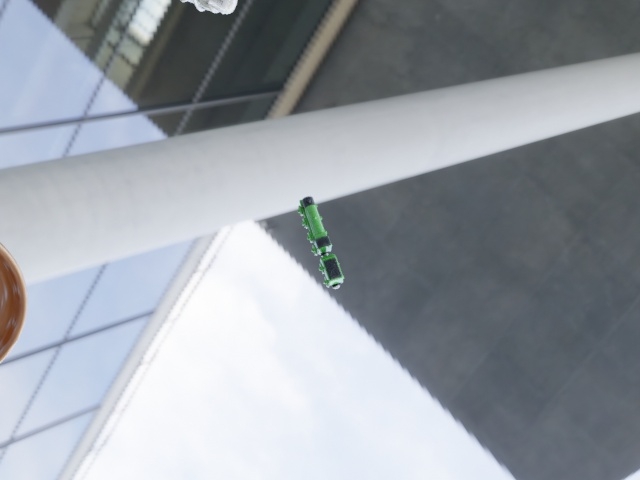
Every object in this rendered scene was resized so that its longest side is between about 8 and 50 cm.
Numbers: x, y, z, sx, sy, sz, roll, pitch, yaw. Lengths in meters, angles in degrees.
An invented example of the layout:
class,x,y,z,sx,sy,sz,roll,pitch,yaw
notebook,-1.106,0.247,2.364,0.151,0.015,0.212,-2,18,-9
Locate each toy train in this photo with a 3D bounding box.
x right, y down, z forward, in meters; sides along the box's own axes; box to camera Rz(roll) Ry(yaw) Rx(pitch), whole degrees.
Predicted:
class,x,y,z,sx,sy,sz,roll,pitch,yaw
toy train,0.000,0.000,1.062,0.024,0.017,0.083,94,-23,-69

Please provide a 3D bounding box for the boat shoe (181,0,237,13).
class,x,y,z,sx,sy,sz,roll,pitch,yaw
boat shoe,-0.099,-0.264,1.240,0.098,0.277,0.096,129,-52,-67

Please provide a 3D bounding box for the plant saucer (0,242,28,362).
class,x,y,z,sx,sy,sz,roll,pitch,yaw
plant saucer,-0.390,0.061,1.274,0.037,0.200,0.200,-126,-133,-55
